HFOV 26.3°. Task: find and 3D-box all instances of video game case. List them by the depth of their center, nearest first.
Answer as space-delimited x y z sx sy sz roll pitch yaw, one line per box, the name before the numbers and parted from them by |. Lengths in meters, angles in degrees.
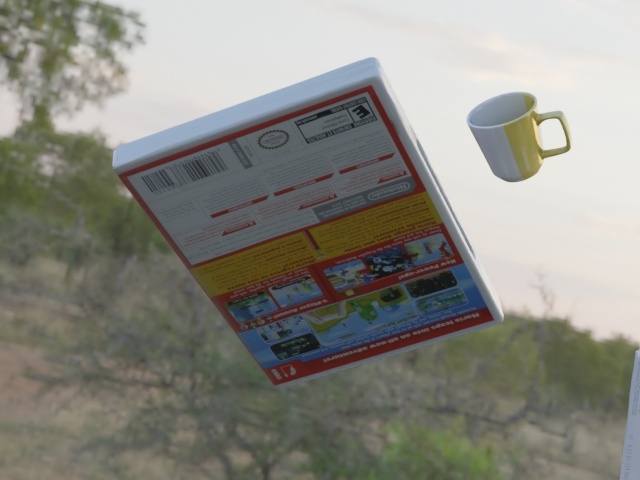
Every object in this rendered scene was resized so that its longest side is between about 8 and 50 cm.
video game case | 0.000 0.000 1.038 0.204 0.025 0.285 -18 -46 14

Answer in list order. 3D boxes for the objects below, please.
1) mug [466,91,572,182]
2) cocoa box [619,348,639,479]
mug | 0.168 -0.084 1.172 0.078 0.062 0.064 21 -42 54
cocoa box | 0.514 0.249 1.408 0.347 0.231 0.228 13 -8 -25
